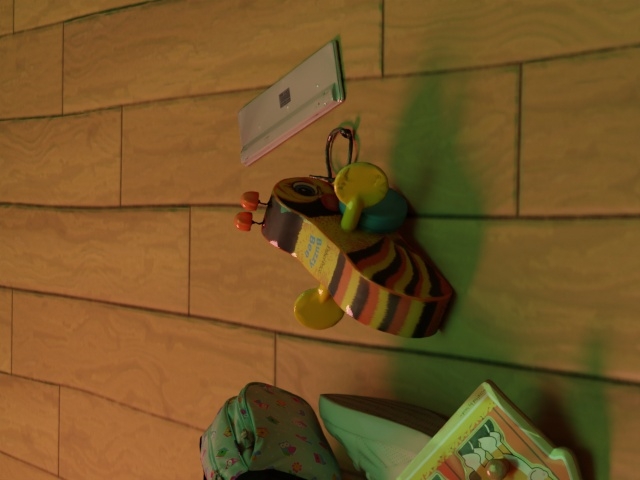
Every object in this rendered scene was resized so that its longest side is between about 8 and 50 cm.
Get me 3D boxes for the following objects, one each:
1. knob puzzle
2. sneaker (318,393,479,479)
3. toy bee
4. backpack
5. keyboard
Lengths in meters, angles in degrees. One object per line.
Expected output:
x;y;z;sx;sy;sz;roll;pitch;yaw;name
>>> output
0.156;0.250;1.510;0.213;0.030;0.213;4;98;29;knob puzzle
0.078;0.251;1.668;0.292;0.108;0.169;19;104;59;sneaker
0.000;0.000;1.759;0.298;0.162;0.195;30;118;59;toy bee
-0.051;0.232;1.739;0.115;0.152;0.182;-49;31;16;backpack
-0.038;-0.155;1.991;0.256;0.014;0.072;-28;60;59;keyboard
